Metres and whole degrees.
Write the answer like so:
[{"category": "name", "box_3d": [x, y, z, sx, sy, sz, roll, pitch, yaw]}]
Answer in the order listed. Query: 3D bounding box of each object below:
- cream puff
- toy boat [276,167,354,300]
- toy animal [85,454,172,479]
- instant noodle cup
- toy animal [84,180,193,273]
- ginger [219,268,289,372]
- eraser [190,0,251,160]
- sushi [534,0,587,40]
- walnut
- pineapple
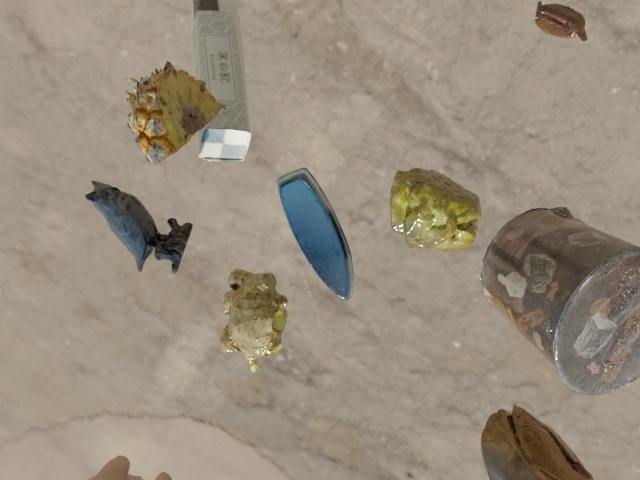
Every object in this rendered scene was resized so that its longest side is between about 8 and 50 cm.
[{"category": "cream puff", "box_3d": [0.267, -0.075, 2.154, 0.244, 0.196, 0.244, 4, 179, 0]}, {"category": "toy boat", "box_3d": [0.000, 0.000, 1.820, 0.096, 0.062, 0.299, -23, 107, 7]}, {"category": "toy animal", "box_3d": [-0.351, 0.472, 1.386, 0.195, 0.213, 0.256, 23, 141, -23]}, {"category": "instant noodle cup", "box_3d": [0.347, 0.069, 1.238, 0.217, 0.217, 0.207, 60, 170, -33]}, {"category": "toy animal", "box_3d": [-0.337, -0.022, 1.617, 0.210, 0.121, 0.117, 33, 115, -13]}, {"category": "ginger", "box_3d": [-0.140, 0.167, 1.877, 0.157, 0.216, 0.102, 1, 180, 26]}, {"category": "eraser", "box_3d": [-0.208, -0.349, 1.841, 0.096, 0.404, 0.098, 1, 146, -15]}, {"category": "sushi", "box_3d": [0.456, -0.420, 1.721, 0.120, 0.055, 0.052, 29, 126, 34]}, {"category": "walnut", "box_3d": [0.323, 0.348, 1.345, 0.245, 0.137, 0.137, 54, 167, 46]}, {"category": "pineapple", "box_3d": [-0.242, -0.219, 1.430, 0.079, 0.233, 0.135, -29, 103, 21]}]
